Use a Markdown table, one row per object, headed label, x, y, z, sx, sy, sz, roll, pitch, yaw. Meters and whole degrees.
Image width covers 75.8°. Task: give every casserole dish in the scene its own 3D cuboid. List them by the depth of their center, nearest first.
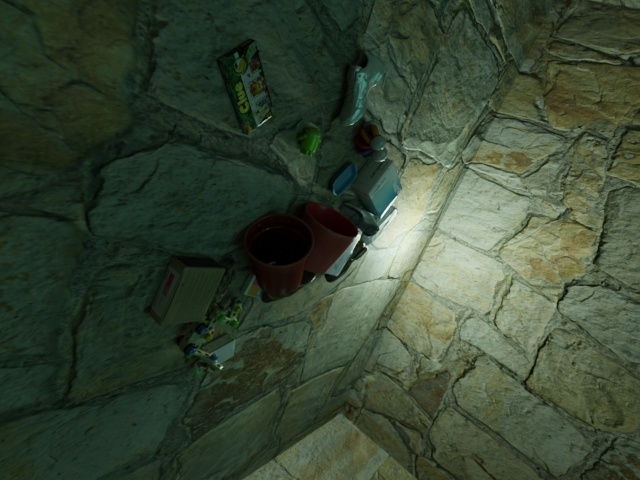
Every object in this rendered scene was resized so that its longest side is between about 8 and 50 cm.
| label | x | y | z | sx | sy | sz | roll | pitch | yaw |
| --- | --- | --- | --- | --- | --- | --- | --- | --- | --- |
| casserole dish | 0.107 | -0.295 | 1.958 | 0.188 | 0.037 | 0.114 | -47 | 149 | -17 |

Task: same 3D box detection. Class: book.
| label | x | y | z | sx | sy | sz | roll | pitch | yaw |
| --- | --- | --- | --- | --- | --- | --- | --- | --- | --- |
| book | -0.290 | 0.203 | 1.837 | 0.096 | 0.035 | 0.144 | -59 | 152 | -2 |

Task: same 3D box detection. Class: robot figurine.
| label | x | y | z | sx | sy | sz | roll | pitch | yaw |
| --- | --- | --- | --- | --- | --- | --- | --- | --- | --- |
| robot figurine | -0.040 | -0.392 | 1.612 | 0.101 | 0.067 | 0.115 | 2 | 116 | -48 |

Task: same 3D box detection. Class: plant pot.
| label | x | y | z | sx | sy | sz | roll | pitch | yaw |
| --- | --- | --- | --- | --- | --- | --- | --- | --- | --- |
| plant pot | -0.168 | 0.076 | 1.690 | 0.272 | 0.273 | 0.264 | -39 | 153 | -30 |
| plant pot | 0.000 | 0.000 | 1.875 | 0.275 | 0.275 | 0.243 | -8 | 133 | -54 |

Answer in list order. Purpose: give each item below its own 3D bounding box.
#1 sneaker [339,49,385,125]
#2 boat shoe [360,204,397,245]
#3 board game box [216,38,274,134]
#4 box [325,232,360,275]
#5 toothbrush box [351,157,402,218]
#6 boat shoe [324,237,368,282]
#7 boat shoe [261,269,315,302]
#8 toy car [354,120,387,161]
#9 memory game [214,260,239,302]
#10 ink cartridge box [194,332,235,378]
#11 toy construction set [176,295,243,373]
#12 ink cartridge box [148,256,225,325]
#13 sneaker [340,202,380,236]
| label | x | y | z | sx | sy | sz | roll | pitch | yaw |
| --- | --- | --- | --- | --- | --- | --- | --- | --- | --- |
| sneaker | 0.138 | -0.615 | 1.656 | 0.152 | 0.114 | 0.304 | 21 | 95 | -47 |
| boat shoe | 0.324 | -0.095 | 2.419 | 0.302 | 0.094 | 0.109 | -47 | 146 | -8 |
| board game box | -0.227 | -0.474 | 1.291 | 0.136 | 0.030 | 0.259 | -43 | 148 | -21 |
| box | 0.062 | 0.036 | 2.112 | 0.261 | 0.127 | 0.231 | -61 | 151 | 5 |
| toothbrush box | 0.302 | -0.284 | 2.172 | 0.216 | 0.126 | 0.295 | -54 | 151 | -6 |
| boat shoe | 0.124 | 0.099 | 2.312 | 0.307 | 0.111 | 0.104 | -45 | 123 | -11 |
| boat shoe | -0.157 | 0.210 | 1.988 | 0.123 | 0.123 | 0.342 | -41 | 175 | 37 |
| toy car | 0.226 | -0.449 | 1.909 | 0.137 | 0.159 | 0.182 | -20 | 147 | 3 |
| memory game | -0.366 | 0.164 | 1.616 | 0.186 | 0.012 | 0.186 | -64 | 178 | -4 |
| ink cartridge box | -0.478 | 0.503 | 1.804 | 0.209 | 0.062 | 0.108 | -24 | 136 | -45 |
| toy construction set | -0.445 | 0.378 | 1.665 | 0.215 | 0.151 | 0.327 | 17 | 93 | -58 |
| ink cartridge box | -0.475 | 0.179 | 1.475 | 0.193 | 0.088 | 0.234 | 10 | 109 | -58 |
| sneaker | 0.199 | -0.127 | 2.194 | 0.111 | 0.129 | 0.297 | -33 | 138 | 23 |
